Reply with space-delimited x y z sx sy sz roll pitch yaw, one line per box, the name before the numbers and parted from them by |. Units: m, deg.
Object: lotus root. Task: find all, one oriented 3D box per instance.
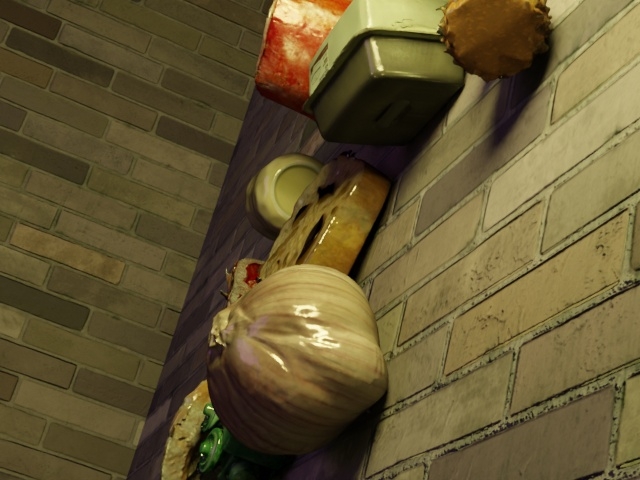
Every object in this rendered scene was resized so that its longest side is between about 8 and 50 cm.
lotus root | 0.000 0.000 2.074 0.375 0.111 0.390 -52 13 38

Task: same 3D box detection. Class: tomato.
tomato | -0.132 0.162 2.236 0.214 0.180 0.155 -81 13 -57

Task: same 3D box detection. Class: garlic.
garlic | -0.041 0.172 1.672 0.317 0.259 0.318 -162 90 -79

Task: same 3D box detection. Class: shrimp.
shrimp | -0.239 0.475 2.169 0.110 0.221 0.446 18 97 37

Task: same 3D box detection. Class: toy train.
toy train | -0.124 0.325 2.002 0.202 0.145 0.266 -59 16 24

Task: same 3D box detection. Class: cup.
cup | -0.079 -0.052 2.361 0.202 0.173 0.255 161 131 -75

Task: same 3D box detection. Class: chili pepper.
chili pepper | 0.024 -0.344 2.156 0.229 0.305 0.251 -79 13 -49

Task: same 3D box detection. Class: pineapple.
pineapple | 0.248 -0.338 1.634 0.364 0.165 0.166 -77 14 -68

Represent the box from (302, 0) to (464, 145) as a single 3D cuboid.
box | 0.110 -0.285 1.900 0.290 0.220 0.166 133 133 -59
